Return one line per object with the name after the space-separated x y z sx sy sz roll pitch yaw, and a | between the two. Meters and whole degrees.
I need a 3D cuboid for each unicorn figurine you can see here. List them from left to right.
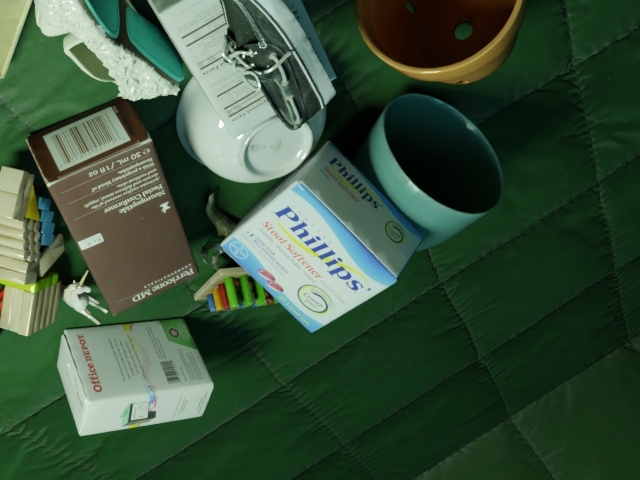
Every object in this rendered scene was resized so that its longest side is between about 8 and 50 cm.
-0.464 0.113 1.787 0.111 0.162 0.060 42 60 -36 | unicorn figurine

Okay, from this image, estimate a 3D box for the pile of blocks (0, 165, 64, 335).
-0.549 0.007 1.659 0.112 0.149 0.362 14 126 11 | pile of blocks

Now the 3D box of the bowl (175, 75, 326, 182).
-0.103 -0.207 1.686 0.297 0.134 0.298 -19 140 -17 | bowl

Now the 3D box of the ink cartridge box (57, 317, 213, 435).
-0.398 0.284 1.969 0.278 0.201 0.117 -3 134 -32 | ink cartridge box

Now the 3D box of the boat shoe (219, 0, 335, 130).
-0.084 -0.268 1.309 0.105 0.113 0.306 -47 147 -6 | boat shoe

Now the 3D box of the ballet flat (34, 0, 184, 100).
-0.339 -0.317 1.374 0.147 0.147 0.409 -34 153 3 | ballet flat

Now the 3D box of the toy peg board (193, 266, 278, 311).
-0.167 0.119 2.000 0.161 0.079 0.160 -4 159 -31 | toy peg board

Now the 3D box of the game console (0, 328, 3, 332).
-0.694 0.168 1.791 0.107 0.071 0.122 -58 146 -15 | game console

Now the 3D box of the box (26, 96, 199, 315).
-0.365 -0.052 1.670 0.191 0.143 0.381 -26 144 -12 | box

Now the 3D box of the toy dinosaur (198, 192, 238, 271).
-0.195 0.004 1.917 0.118 0.064 0.268 -49 141 -2 | toy dinosaur

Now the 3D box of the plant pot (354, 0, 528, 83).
0.229 -0.398 1.610 0.291 0.291 0.203 -41 158 11 | plant pot

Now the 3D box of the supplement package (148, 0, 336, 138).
-0.137 -0.345 1.438 0.198 0.199 0.263 -31 138 -1 | supplement package

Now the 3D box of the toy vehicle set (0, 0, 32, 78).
-0.536 -0.278 1.281 0.267 0.035 0.166 -26 158 -51 | toy vehicle set

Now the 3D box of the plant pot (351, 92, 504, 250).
0.185 -0.112 1.882 0.293 0.293 0.235 1 147 -36 | plant pot

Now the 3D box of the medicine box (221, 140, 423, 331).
0.000 0.000 1.793 0.289 0.263 0.149 -36 -167 47 | medicine box
